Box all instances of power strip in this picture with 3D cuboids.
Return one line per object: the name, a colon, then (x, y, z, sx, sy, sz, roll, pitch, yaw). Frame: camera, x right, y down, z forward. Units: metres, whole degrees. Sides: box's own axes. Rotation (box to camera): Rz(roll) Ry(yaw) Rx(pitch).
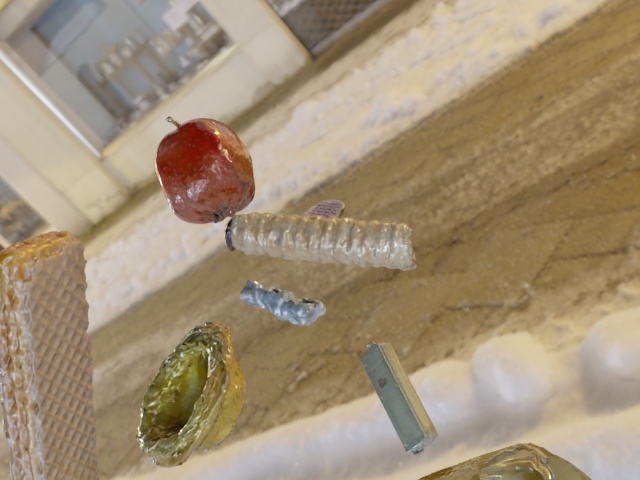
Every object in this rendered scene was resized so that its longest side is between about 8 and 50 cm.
power strip: (0.172, 0.345, 1.906, 0.078, 0.052, 0.272, -50, 55, 34)

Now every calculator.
calculator: (-0.004, -0.049, 2.057, 0.103, 0.024, 0.166, 9, 39, 35)

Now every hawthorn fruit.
hawthorn fruit: (-0.242, -0.158, 1.757, 0.205, 0.253, 0.205, -25, -15, -7)

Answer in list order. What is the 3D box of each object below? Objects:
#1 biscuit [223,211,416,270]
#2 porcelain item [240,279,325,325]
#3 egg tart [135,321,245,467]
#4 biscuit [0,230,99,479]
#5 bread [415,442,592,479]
biscuit: (0.000, 0.000, 0.983, 0.219, 0.061, 0.055, 5, 51, 13)
porcelain item: (-0.033, 0.058, 0.805, 0.083, 0.028, 0.036, 14, 15, 24)
egg tart: (-0.233, 0.293, 1.635, 0.288, 0.118, 0.288, -37, 38, 35)
biscuit: (-0.276, 0.177, 0.881, 0.054, 0.378, 0.094, 10, 20, 22)
bread: (0.324, 0.459, 1.356, 0.239, 0.395, 0.264, -24, -30, -55)
